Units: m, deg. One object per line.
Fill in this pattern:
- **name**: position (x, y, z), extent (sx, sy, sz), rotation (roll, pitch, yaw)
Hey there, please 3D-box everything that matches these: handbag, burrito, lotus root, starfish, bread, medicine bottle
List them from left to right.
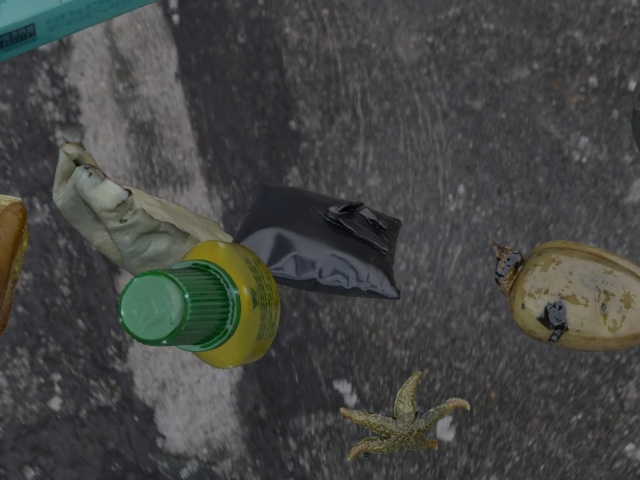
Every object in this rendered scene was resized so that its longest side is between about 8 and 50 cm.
- **bread**: position (-0.452, 0.041, 1.608), extent (0.119, 0.288, 0.153), rotation (14, 110, -9)
- **burrito**: position (-0.282, -0.019, 1.933), extent (0.135, 0.332, 0.190), rotation (-49, 46, 8)
- **medicine bottle**: position (-0.092, 0.052, 1.006), extent (0.076, 0.309, 0.111), rotation (-15, 85, 7)
- **handbag**: position (0.000, 0.000, 1.524), extent (0.211, 0.254, 0.089), rotation (13, 112, 1)
- **starfish**: position (0.135, 0.276, 1.945), extent (0.208, 0.176, 0.053), rotation (-4, 28, -18)
- **lotus root**: position (0.346, 0.081, 1.656), extent (0.256, 0.140, 0.154), rotation (15, 31, 22)

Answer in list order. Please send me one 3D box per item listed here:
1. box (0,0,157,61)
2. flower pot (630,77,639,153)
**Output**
- **box**: position (-0.218, -0.231, 0.987), extent (0.229, 0.041, 0.162), rotation (-28, 59, -27)
- **flower pot**: position (0.382, -0.123, 1.153), extent (0.140, 0.235, 0.235), rotation (-36, 69, -24)
